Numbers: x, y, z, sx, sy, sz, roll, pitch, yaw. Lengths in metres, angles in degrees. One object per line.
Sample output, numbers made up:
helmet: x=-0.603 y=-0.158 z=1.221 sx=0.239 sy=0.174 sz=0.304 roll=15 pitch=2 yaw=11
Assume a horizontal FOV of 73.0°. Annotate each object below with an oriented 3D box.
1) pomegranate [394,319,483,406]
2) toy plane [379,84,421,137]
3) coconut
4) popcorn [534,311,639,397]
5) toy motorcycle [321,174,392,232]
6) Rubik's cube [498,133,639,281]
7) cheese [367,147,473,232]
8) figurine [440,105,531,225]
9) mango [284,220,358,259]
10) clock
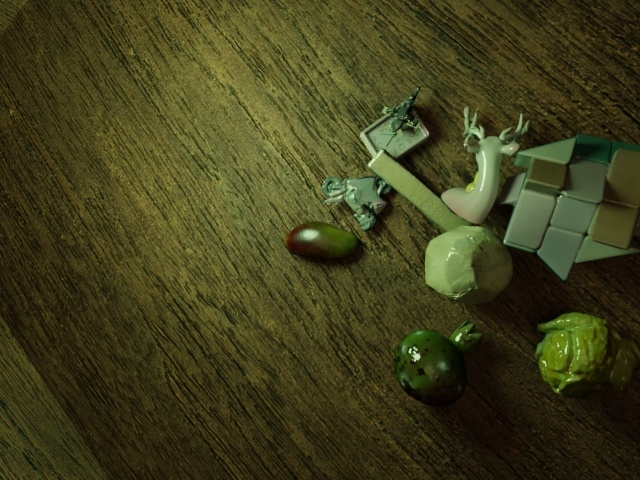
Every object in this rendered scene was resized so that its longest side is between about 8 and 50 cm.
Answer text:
pomegranate: x=0.372 y=0.371 z=1.395 sx=0.242 sy=0.242 sz=0.306 roll=28 pitch=79 yaw=13
toy plane: x=0.276 y=-0.427 z=1.399 sx=0.135 sy=0.062 sz=0.189 roll=32 pitch=100 yaw=13
coconut: x=0.445 y=0.076 z=1.347 sx=0.244 sy=0.247 sz=0.245 roll=1 pitch=87 yaw=-22
popcorn: x=0.779 y=0.346 z=1.277 sx=0.276 sy=0.276 sz=0.226 roll=-13 pitch=52 yaw=16
toy motorcycle: x=0.130 y=-0.126 z=1.492 sx=0.238 sy=0.108 sz=0.204 roll=-3 pitch=91 yaw=16
Rubik's cube: x=0.702 y=-0.107 z=1.216 sx=0.357 sy=0.387 sz=0.369 roll=19 pitch=115 yaw=19
cheese: x=0.331 y=-0.151 z=1.444 sx=0.400 sy=0.034 sz=0.085 roll=40 pitch=106 yaw=1
figurine: x=0.496 y=-0.253 z=1.339 sx=0.206 sy=0.284 sz=0.316 roll=23 pitch=124 yaw=7
mango: x=0.000 y=0.000 z=1.534 sx=0.267 sy=0.111 sz=0.133 roll=4 pitch=81 yaw=11
clock: x=0.252 y=-0.358 z=1.475 sx=0.197 sy=0.063 sz=0.150 roll=-33 pitch=84 yaw=14
